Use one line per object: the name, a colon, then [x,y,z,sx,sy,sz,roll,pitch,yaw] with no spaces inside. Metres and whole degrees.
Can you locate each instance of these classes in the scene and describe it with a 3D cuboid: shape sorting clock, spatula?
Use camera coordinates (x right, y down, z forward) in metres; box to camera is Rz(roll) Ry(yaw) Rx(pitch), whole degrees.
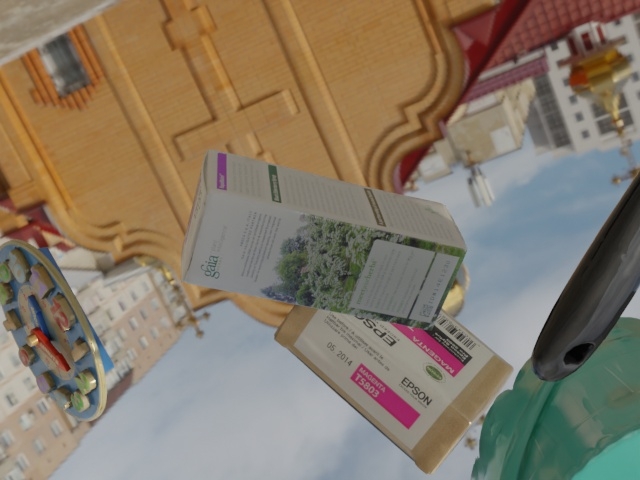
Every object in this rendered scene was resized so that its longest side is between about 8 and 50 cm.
shape sorting clock: [-0.287,0.097,0.797,0.206,0.206,0.040,-11,-169,46]
spatula: [0.162,-0.063,0.273,0.296,0.084,0.030,-60,-142,22]

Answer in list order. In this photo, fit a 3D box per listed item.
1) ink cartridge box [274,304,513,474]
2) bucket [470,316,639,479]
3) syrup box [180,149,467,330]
ink cartridge box: [0.093,0.134,0.907,0.088,0.235,0.193,-57,164,24]
bucket: [0.236,0.197,0.491,0.281,0.281,0.183,-23,179,9]
syrup box: [0.000,0.000,0.692,0.237,0.093,0.096,12,-153,-12]
